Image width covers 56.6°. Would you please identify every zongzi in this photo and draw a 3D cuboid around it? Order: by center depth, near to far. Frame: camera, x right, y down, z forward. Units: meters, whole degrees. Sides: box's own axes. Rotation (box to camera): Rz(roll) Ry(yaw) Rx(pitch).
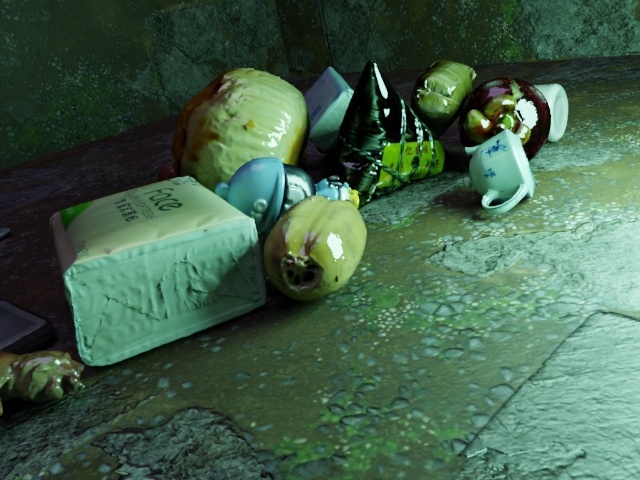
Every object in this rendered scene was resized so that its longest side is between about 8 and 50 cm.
[{"bbox_3d":[0.150,-0.279,1.456,0.318,0.363,0.383,21,33,24],"label":"zongzi"},{"bbox_3d":[0.289,-0.317,1.585,0.145,0.300,0.274,26,32,10],"label":"zongzi"}]

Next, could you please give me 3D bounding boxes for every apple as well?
[{"bbox_3d":[-0.422,-0.187,1.823,0.153,0.120,0.153,-14,26,7],"label":"apple"}]

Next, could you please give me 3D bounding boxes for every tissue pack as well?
[{"bbox_3d":[-0.330,0.029,1.146,0.331,0.206,0.405,-17,23,-22],"label":"tissue pack"},{"bbox_3d":[0.021,-0.384,1.717,0.177,0.089,0.263,-48,26,15],"label":"tissue pack"}]

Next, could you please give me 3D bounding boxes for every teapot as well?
[{"bbox_3d":[0.382,-0.146,1.297,0.158,0.159,0.232,-8,45,9],"label":"teapot"}]

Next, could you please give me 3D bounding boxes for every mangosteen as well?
[{"bbox_3d":[0.446,-0.282,1.448,0.228,0.229,0.265,-3,11,20],"label":"mangosteen"}]

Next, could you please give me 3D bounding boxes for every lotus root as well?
[{"bbox_3d":[0.000,0.000,1.127,0.169,0.152,0.343,14,23,10],"label":"lotus root"}]

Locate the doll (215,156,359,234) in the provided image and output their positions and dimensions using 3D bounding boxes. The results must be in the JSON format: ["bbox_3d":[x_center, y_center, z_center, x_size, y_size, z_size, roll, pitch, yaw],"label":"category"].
[{"bbox_3d":[-0.073,-0.087,1.276,0.313,0.177,0.141,7,39,-22],"label":"doll"}]

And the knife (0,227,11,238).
[{"bbox_3d":[-0.960,0.027,1.690,0.132,0.038,0.398,-22,25,-17],"label":"knife"}]

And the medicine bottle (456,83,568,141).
[{"bbox_3d":[0.538,-0.358,1.694,0.288,0.157,0.157,7,28,39],"label":"medicine bottle"}]

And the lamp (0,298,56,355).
[{"bbox_3d":[-0.670,0.203,1.108,0.266,0.047,0.269,10,31,42],"label":"lamp"}]

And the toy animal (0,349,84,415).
[{"bbox_3d":[-0.515,0.209,0.928,0.312,0.097,0.157,11,27,20],"label":"toy animal"}]

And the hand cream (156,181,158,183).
[{"bbox_3d":[-0.539,-0.200,2.041,0.036,0.023,0.122,0,29,20],"label":"hand cream"}]

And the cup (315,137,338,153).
[{"bbox_3d":[0.123,-0.368,1.949,0.233,0.187,0.258,5,-1,17],"label":"cup"}]

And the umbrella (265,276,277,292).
[{"bbox_3d":[-0.073,0.042,1.187,0.046,0.050,0.188,-26,15,27],"label":"umbrella"}]

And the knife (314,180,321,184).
[{"bbox_3d":[-0.047,-0.147,1.669,0.121,0.018,0.031,-5,30,18],"label":"knife"}]

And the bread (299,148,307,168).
[{"bbox_3d":[-0.133,-0.317,1.906,0.178,0.195,0.340,-11,23,-12],"label":"bread"}]

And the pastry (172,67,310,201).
[{"bbox_3d":[-0.203,-0.245,1.497,0.312,0.389,0.389,17,26,2],"label":"pastry"}]
